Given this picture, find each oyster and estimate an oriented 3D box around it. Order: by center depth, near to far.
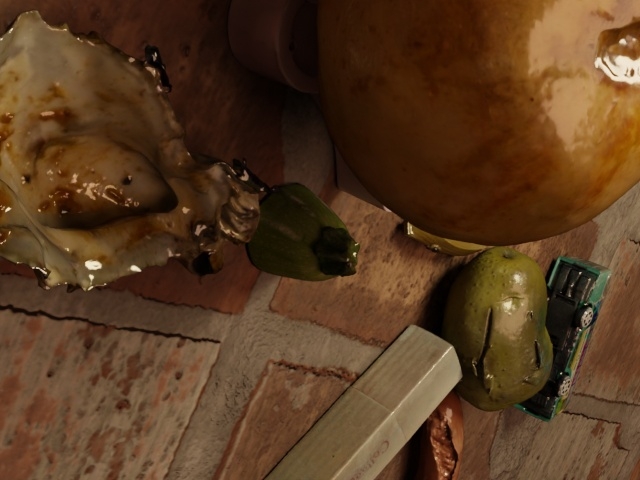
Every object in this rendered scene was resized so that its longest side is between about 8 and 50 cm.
[{"bbox_3d":[-0.154,-0.054,0.743,0.337,0.133,0.198,17,95,-52],"label":"oyster"}]

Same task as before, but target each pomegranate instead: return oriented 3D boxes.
[{"bbox_3d":[0.145,-0.170,0.777,0.338,0.338,0.338,-24,126,-38],"label":"pomegranate"}]

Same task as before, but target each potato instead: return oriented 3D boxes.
[{"bbox_3d":[0.244,0.126,1.252,0.169,0.143,0.248,-39,134,-47],"label":"potato"}]

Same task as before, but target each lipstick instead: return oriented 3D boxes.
[{"bbox_3d":[0.032,0.263,1.146,0.371,0.080,0.076,-44,135,-22],"label":"lipstick"}]

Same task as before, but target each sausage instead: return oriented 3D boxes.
[{"bbox_3d":[0.163,0.344,1.334,0.078,0.078,0.304,-11,117,-44],"label":"sausage"}]

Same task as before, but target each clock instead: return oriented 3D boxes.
[{"bbox_3d":[0.038,-0.166,0.930,0.275,0.080,0.290,-25,125,-37],"label":"clock"}]

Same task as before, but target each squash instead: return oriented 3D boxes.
[{"bbox_3d":[0.003,0.008,0.940,0.105,0.132,0.105,-21,123,-37],"label":"squash"}]

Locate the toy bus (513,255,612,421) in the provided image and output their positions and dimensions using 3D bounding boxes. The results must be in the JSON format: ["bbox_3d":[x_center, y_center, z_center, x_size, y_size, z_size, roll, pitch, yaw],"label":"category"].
[{"bbox_3d":[0.387,0.156,1.469,0.109,0.091,0.262,-6,115,-53],"label":"toy bus"}]

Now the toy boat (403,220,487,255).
[{"bbox_3d":[0.158,-0.004,1.168,0.149,0.049,0.047,13,69,-47],"label":"toy boat"}]
